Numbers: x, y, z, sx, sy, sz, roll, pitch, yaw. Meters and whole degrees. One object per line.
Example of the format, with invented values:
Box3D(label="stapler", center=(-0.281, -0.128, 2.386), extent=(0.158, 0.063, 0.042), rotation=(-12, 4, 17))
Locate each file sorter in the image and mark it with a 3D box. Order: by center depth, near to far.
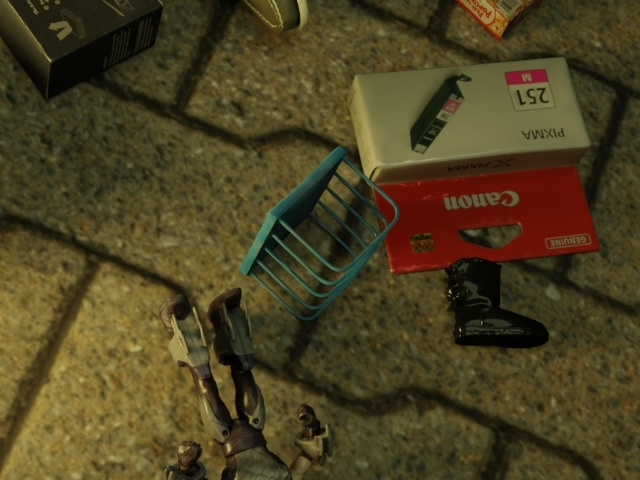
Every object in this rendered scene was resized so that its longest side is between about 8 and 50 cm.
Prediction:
Box3D(label="file sorter", center=(0.000, 0.000, 1.801), extent=(0.104, 0.170, 0.118), rotation=(44, 64, 5))

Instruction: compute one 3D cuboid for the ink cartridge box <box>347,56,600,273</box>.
Box3D(label="ink cartridge box", center=(0.189, -0.093, 1.946), extent=(0.275, 0.060, 0.239), rotation=(-6, 66, -15))

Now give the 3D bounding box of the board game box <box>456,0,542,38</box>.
Box3D(label="board game box", center=(0.209, -0.370, 2.084), extent=(0.193, 0.045, 0.147), rotation=(44, 65, 10))

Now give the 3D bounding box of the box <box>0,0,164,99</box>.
Box3D(label="box", center=(-0.294, -0.276, 1.906), extent=(0.158, 0.093, 0.156), rotation=(-31, 75, -24))

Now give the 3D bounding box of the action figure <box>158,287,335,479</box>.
Box3D(label="action figure", center=(-0.089, 0.196, 1.733), extent=(0.185, 0.099, 0.285), rotation=(-12, 73, -27))

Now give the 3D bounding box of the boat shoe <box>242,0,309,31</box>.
Box3D(label="boat shoe", center=(-0.122, -0.359, 1.977), extent=(0.091, 0.109, 0.305), rotation=(-27, 68, -21))

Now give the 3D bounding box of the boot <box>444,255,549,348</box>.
Box3D(label="boot", center=(0.201, 0.071, 1.881), extent=(0.121, 0.045, 0.099), rotation=(3, 63, -10))
